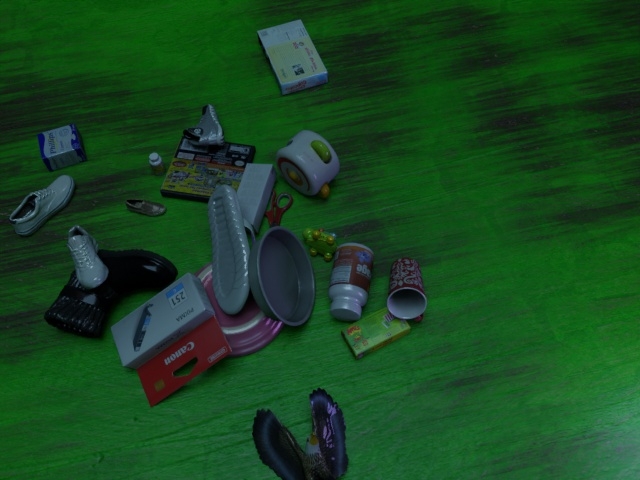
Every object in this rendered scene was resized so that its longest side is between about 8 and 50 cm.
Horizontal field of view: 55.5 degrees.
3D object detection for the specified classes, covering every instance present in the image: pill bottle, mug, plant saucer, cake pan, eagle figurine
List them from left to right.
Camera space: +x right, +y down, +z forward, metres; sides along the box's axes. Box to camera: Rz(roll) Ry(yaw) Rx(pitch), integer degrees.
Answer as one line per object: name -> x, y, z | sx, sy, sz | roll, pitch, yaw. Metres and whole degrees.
pill bottle -> -0.565, -0.265, 2.099 | 0.043, 0.083, 0.043 | -1, 59, 2
plant saucer -> -0.261, 0.179, 1.822 | 0.332, 0.084, 0.332 | -1, 58, 1
cake pan -> -0.112, 0.106, 1.766 | 0.054, 0.293, 0.293 | -15, 54, 29
eagle figurine -> -0.027, 0.549, 1.558 | 0.226, 0.225, 0.298 | 24, 17, -29
pill bottle -> 0.089, 0.126, 1.817 | 0.121, 0.121, 0.216 | 7, 60, 7
mug -> 0.251, 0.149, 1.796 | 0.113, 0.150, 0.169 | 2, 33, 5

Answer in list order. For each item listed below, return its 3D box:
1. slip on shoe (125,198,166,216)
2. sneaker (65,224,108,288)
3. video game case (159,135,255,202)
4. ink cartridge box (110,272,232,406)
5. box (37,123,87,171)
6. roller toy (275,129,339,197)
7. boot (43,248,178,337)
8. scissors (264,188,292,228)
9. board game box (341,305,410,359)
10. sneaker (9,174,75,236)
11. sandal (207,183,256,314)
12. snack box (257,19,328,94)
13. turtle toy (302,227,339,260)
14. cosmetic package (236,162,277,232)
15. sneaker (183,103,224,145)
slip on shoe -> -0.586, -0.116, 2.035 | 0.135, 0.041, 0.051 | 11, 60, 9
sneaker -> -0.693, 0.044, 1.768 | 0.090, 0.115, 0.232 | -30, 50, -11
video game case -> -0.386, -0.242, 2.108 | 0.274, 0.035, 0.248 | 9, 60, 6
ink cartridge box -> -0.427, 0.279, 1.722 | 0.296, 0.066, 0.261 | -35, 61, 7
box -> -0.918, -0.331, 2.160 | 0.137, 0.072, 0.126 | -20, 60, -9
roller toy -> -0.047, -0.250, 2.009 | 0.191, 0.209, 0.146 | 31, 65, 34
boot -> -0.618, 0.164, 1.813 | 0.347, 0.131, 0.260 | 2, 52, 16
scissors -> -0.159, -0.044, 1.991 | 0.109, 0.021, 0.297 | 5, 61, 4
board game box -> 0.161, 0.265, 1.776 | 0.181, 0.043, 0.092 | -25, 61, -13
sneaker -> -0.923, -0.129, 2.027 | 0.094, 0.091, 0.258 | 24, 63, 16
sandal -> -0.245, 0.016, 1.804 | 0.102, 0.169, 0.416 | 13, 57, -40
snack box -> -0.111, -0.717, 2.366 | 0.187, 0.060, 0.322 | -18, 60, -8
turtle toy -> 0.000, 0.000, 1.921 | 0.130, 0.095, 0.066 | 21, 41, 13
cosmetic package -> -0.225, -0.143, 2.011 | 0.098, 0.060, 0.239 | 6, 62, 18
sneaker -> -0.426, -0.407, 2.150 | 0.132, 0.086, 0.229 | -13, 42, -16
